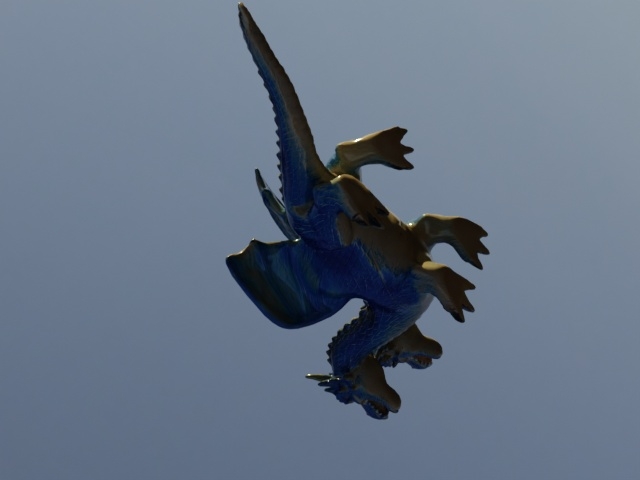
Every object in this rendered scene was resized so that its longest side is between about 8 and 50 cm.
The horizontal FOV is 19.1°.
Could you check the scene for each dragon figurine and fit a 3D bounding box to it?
[{"bbox_3d":[0.000,0.000,1.133,0.289,0.144,0.085,45,-138,-29],"label":"dragon figurine"}]
